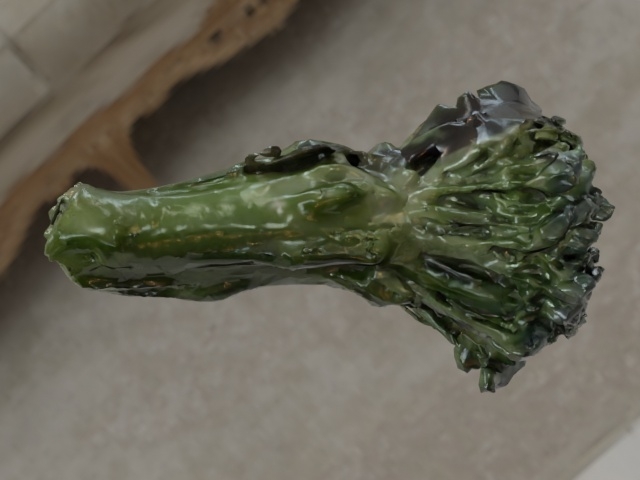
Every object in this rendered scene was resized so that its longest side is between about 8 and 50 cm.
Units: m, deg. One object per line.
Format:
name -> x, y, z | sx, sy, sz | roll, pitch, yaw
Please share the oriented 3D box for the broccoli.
broccoli -> 0.002, 0.001, 1.005 | 0.304, 0.165, 0.145 | 1, 43, -14
